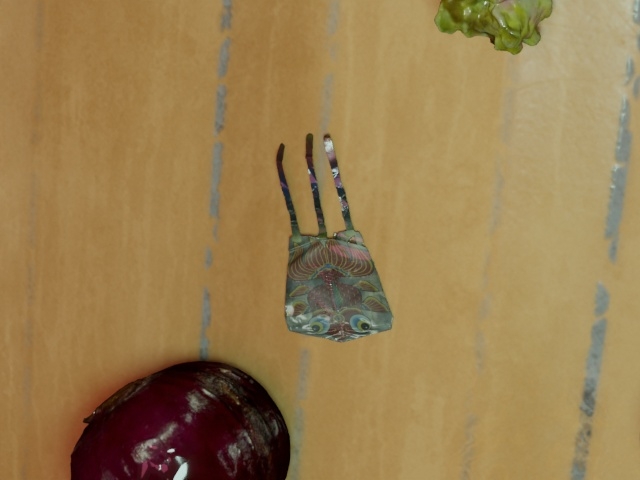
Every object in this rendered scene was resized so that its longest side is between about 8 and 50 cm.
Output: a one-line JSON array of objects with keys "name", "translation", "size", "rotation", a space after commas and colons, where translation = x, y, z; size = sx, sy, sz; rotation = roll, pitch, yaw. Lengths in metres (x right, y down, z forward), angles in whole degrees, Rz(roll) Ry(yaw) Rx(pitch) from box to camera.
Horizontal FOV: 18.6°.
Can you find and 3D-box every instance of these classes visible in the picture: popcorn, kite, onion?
[{"name": "popcorn", "translation": [0.166, -0.228, 1.874], "size": [0.097, 0.109, 0.089], "rotation": [6, 82, 59]}, {"name": "kite", "translation": [-0.001, 0.001, 2.067], "size": [0.127, 0.016, 0.229], "rotation": [-8, 102, 24]}, {"name": "onion", "translation": [-0.151, 0.243, 2.099], "size": [0.207, 0.206, 0.216], "rotation": [-39, 88, 29]}]
